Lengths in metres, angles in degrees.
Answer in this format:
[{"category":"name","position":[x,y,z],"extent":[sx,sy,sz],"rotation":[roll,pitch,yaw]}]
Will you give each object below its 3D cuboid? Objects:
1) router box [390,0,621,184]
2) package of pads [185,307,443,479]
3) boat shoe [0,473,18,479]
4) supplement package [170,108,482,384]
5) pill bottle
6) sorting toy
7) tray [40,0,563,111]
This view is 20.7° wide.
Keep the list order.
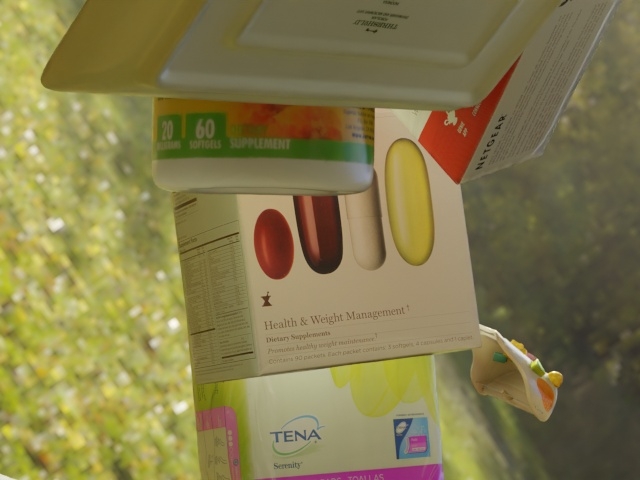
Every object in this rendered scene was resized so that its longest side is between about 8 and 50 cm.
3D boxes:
[{"category":"router box","position":[0.078,-0.256,1.101],"extent":[0.301,0.082,0.335],"rotation":[50,-39,26]},{"category":"package of pads","position":[-0.006,0.139,1.585],"extent":[0.229,0.101,0.297],"rotation":[1,80,-35]},{"category":"boat shoe","position":[-0.205,0.180,0.895],"extent":[0.306,0.105,0.113],"rotation":[5,-71,47]},{"category":"supplement package","position":[0.000,0.000,1.388],"extent":[0.149,0.194,0.203],"rotation":[162,-79,-65]},{"category":"pill bottle","position":[-0.034,-0.152,1.071],"extent":[0.136,0.136,0.246],"rotation":[6,85,-80]},{"category":"sorting toy","position":[0.146,0.095,1.384],"extent":[0.075,0.045,0.083],"rotation":[49,-15,-29]},{"category":"tray","position":[0.021,-0.103,0.746],"extent":[0.270,0.145,0.030],"rotation":[-2,47,-48]}]
